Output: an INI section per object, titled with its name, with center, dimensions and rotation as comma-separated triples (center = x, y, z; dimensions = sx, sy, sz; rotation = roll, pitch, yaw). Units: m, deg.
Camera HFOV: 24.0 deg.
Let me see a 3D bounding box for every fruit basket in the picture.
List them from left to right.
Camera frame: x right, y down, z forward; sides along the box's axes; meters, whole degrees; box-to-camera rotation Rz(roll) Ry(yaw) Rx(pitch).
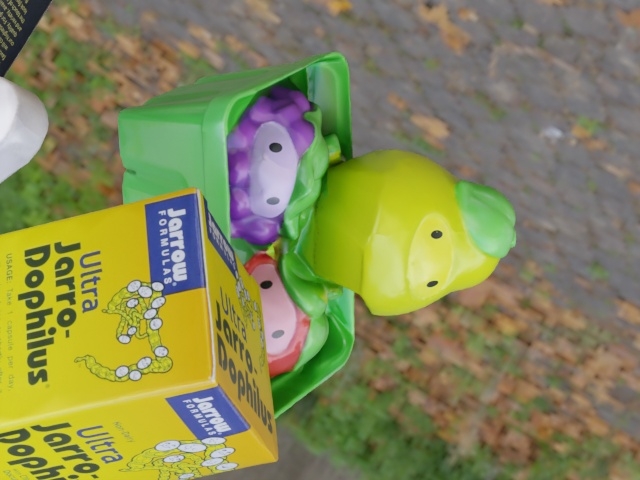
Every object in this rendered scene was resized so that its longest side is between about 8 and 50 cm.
[fruit basket]
center = 0.000, 0.000, 1.569
dimensions = 0.392, 0.283, 0.392
rotation = 12, 114, 28

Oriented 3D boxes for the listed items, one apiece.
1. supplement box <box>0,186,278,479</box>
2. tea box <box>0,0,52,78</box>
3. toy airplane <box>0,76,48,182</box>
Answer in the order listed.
[supplement box]
center = -0.240, 0.116, 1.354
dimensions = 0.356, 0.195, 0.194
rotation = -14, 149, 9
[tea box]
center = -0.386, -0.306, 1.292
dimensions = 0.220, 0.324, 0.329
rotation = 18, 159, 25
[toy airplane]
center = -0.274, -0.145, 0.709
dimensions = 0.384, 0.386, 0.272
rotation = 8, 153, 45
